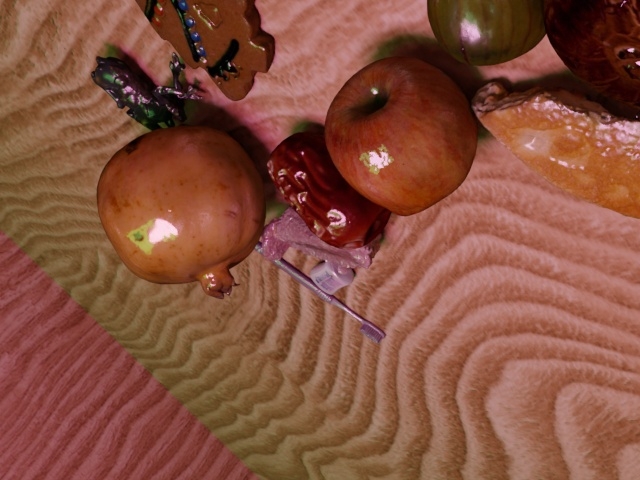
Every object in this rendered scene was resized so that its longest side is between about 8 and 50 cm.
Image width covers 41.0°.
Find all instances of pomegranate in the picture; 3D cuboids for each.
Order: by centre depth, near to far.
[{"bbox_3d":[-0.249,-0.048,1.605,0.342,0.342,0.342,28,149,19],"label":"pomegranate"}]

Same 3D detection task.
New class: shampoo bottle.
[{"bbox_3d":[0.027,0.070,1.769,0.072,0.043,0.099,43,150,-7],"label":"shampoo bottle"}]

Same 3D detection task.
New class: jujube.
[{"bbox_3d":[0.015,-0.090,1.468,0.230,0.155,0.155,46,151,8],"label":"jujube"}]

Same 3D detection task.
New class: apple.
[{"bbox_3d":[0.114,-0.149,1.209,0.211,0.211,0.188,11,162,40],"label":"apple"}]

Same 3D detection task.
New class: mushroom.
[{"bbox_3d":[0.349,-0.236,0.860,0.278,0.163,0.297,44,165,3],"label":"mushroom"}]

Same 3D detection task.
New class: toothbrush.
[{"bbox_3d":[-0.007,0.114,1.880,0.354,0.029,0.024,36,137,6],"label":"toothbrush"}]

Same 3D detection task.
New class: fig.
[{"bbox_3d":[0.190,-0.330,0.977,0.151,0.151,0.259,13,124,38],"label":"fig"}]

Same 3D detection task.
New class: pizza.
[{"bbox_3d":[0.362,-0.117,1.110,0.365,0.074,0.182,28,150,20],"label":"pizza"}]

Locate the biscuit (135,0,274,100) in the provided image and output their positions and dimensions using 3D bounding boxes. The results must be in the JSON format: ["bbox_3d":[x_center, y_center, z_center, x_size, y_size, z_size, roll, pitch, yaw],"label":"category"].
[{"bbox_3d":[-0.209,-0.365,1.438,0.301,0.043,0.278,29,149,18],"label":"biscuit"}]

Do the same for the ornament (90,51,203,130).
[{"bbox_3d":[-0.322,-0.296,1.606,0.202,0.080,0.236,44,159,-18],"label":"ornament"}]

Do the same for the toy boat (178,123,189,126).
[{"bbox_3d":[-0.253,-0.187,1.758,0.063,0.016,0.115,22,147,27],"label":"toy boat"}]

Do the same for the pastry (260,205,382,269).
[{"bbox_3d":[0.003,-0.011,1.627,0.265,0.112,0.103,6,148,36],"label":"pastry"}]
